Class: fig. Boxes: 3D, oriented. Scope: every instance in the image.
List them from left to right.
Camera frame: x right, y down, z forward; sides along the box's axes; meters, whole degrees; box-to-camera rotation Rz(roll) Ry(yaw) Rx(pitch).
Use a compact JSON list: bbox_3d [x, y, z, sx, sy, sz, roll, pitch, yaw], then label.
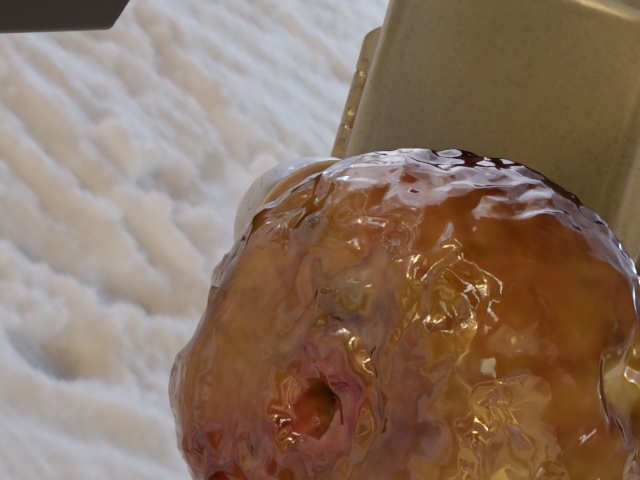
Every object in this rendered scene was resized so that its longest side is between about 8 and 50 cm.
[{"bbox_3d":[0.110,0.103,0.944,0.369,0.286,0.286,15,38,-44],"label":"fig"}]

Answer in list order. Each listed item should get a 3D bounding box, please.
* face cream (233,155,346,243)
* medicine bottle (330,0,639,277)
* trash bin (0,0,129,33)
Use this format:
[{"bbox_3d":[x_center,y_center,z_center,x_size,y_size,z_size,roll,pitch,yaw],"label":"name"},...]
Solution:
[{"bbox_3d":[0.000,0.000,1.087,0.117,0.117,0.104,40,-5,-26],"label":"face cream"},{"bbox_3d":[0.134,-0.023,1.193,0.282,0.375,0.123,24,15,28],"label":"medicine bottle"},{"bbox_3d":[-0.242,-0.239,1.210,0.226,0.165,0.115,-5,56,-41],"label":"trash bin"}]
